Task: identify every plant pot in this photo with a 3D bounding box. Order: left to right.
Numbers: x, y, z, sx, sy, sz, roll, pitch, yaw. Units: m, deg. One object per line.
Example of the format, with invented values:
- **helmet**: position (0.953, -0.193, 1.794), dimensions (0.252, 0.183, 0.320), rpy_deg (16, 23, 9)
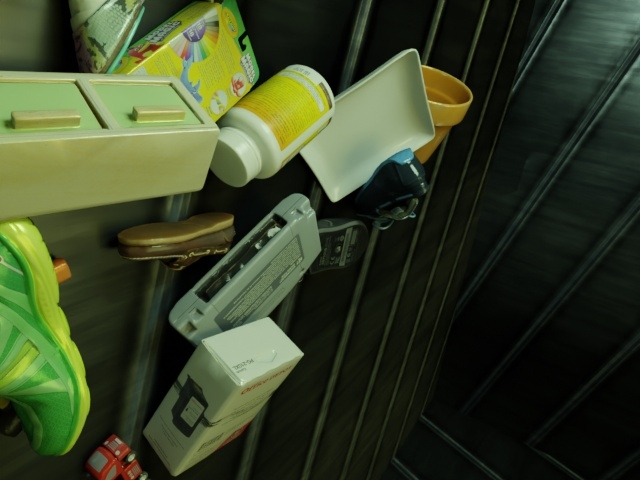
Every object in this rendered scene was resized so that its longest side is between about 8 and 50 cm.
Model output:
- **plant pot**: position (0.233, -0.295, 1.144), dimensions (0.205, 0.205, 0.187), rpy_deg (-40, 156, -43)

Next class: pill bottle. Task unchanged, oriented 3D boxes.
- **pill bottle**: position (-0.078, -0.176, 0.732), dimensions (0.215, 0.117, 0.117), rpy_deg (-49, 146, -34)

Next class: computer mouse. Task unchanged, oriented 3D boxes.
- **computer mouse**: position (0.000, 0.000, 1.048), dimensions (0.272, 0.072, 0.188), rpy_deg (-4, 114, -47)

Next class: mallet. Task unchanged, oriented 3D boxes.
- **mallet**: position (-0.375, 0.170, 0.498), dimensions (0.062, 0.039, 0.189), rpy_deg (-62, 158, -16)

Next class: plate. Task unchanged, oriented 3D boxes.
- **plate**: position (0.091, -0.226, 0.964), dimensions (0.278, 0.045, 0.278), rpy_deg (-32, 149, 5)

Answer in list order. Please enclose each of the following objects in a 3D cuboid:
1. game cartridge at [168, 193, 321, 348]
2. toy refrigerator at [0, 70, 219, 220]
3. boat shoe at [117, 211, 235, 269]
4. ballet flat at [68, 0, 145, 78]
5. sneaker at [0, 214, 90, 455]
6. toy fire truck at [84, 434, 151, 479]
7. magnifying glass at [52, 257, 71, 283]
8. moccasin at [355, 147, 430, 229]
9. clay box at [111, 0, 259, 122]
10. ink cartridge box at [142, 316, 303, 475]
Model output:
- **game cartridge**: position (-0.116, 0.072, 0.827), dimensions (0.297, 0.062, 0.198), rpy_deg (-46, 160, -20)
- **toy refrigerator**: position (-0.240, -0.094, 0.432), dimensions (0.270, 0.102, 0.094), rpy_deg (-15, 146, -42)
- **boat shoe**: position (-0.199, 0.008, 0.686), dimensions (0.207, 0.073, 0.072), rpy_deg (-16, 119, -56)
- **ballet flat**: position (-0.213, -0.269, 0.497), dimensions (0.079, 0.077, 0.221), rpy_deg (40, 67, -41)
- **sneaker**: position (-0.321, 0.103, 0.472), dimensions (0.124, 0.110, 0.295), rpy_deg (-25, 124, -39)
- **toy fire truck**: position (-0.336, 0.409, 0.734), dimensions (0.135, 0.047, 0.191), rpy_deg (-42, 141, -40)
- **magnifying glass**: position (-0.371, 0.082, 0.484), dimensions (0.231, 0.026, 0.092), rpy_deg (-39, 139, -45)
- **moccasin**: position (0.159, -0.091, 1.091), dimensions (0.138, 0.116, 0.342), rpy_deg (-31, 172, -5)
- **clay box**: position (-0.175, -0.208, 0.609), dimensions (0.222, 0.053, 0.127), rpy_deg (-53, 148, -28)
- **ink cartridge box**: position (-0.163, 0.258, 0.801), dimensions (0.237, 0.100, 0.172), rpy_deg (-55, 158, 23)
